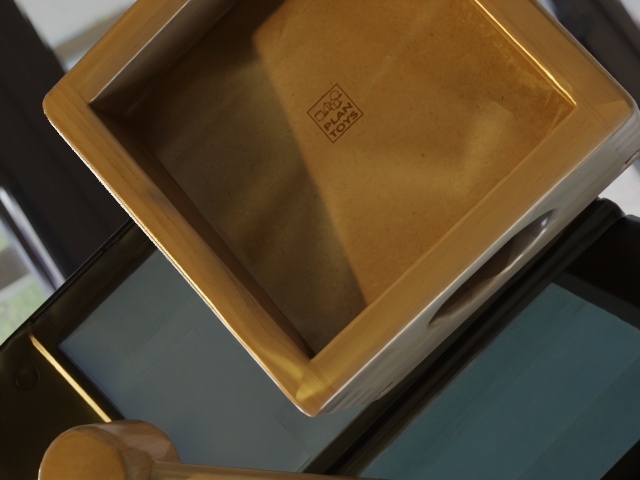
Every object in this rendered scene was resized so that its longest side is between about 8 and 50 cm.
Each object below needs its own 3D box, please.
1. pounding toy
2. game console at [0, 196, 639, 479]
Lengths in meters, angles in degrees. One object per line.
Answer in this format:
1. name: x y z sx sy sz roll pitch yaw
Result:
1. pounding toy: 0.002 0.011 0.452 0.181 0.206 0.094 48 -170 13
2. game console: 0.001 0.053 0.598 0.250 0.293 0.173 45 176 12
